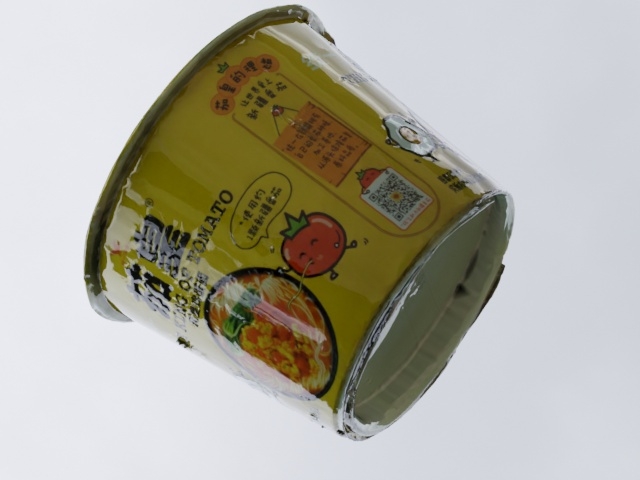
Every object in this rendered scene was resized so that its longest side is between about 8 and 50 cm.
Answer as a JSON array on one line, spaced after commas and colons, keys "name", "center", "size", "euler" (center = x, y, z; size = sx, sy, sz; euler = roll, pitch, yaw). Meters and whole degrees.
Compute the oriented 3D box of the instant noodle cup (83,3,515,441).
[{"name": "instant noodle cup", "center": [0.000, 0.000, 0.939], "size": [0.182, 0.144, 0.182], "euler": [-46, -23, -26]}]
